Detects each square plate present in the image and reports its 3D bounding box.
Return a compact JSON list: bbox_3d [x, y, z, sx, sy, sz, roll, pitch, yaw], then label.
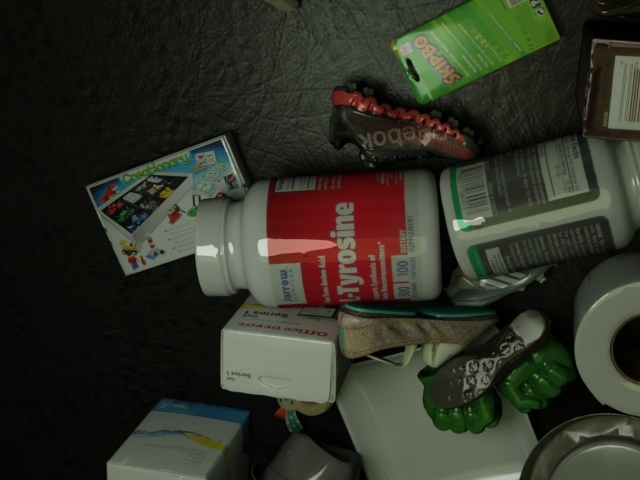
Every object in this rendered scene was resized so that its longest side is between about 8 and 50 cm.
[{"bbox_3d":[0.228,0.352,1.845,0.347,0.049,0.343,-18,101,18],"label":"square plate"}]

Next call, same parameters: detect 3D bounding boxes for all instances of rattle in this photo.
[{"bbox_3d":[-0.062,0.306,1.835,0.130,0.143,0.199,45,121,3],"label":"rattle"}]

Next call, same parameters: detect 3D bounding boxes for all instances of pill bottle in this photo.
[{"bbox_3d":[0.395,-0.067,1.590,0.361,0.204,0.204,-13,103,17],"label":"pill bottle"},{"bbox_3d":[0.000,0.000,1.667,0.408,0.229,0.228,-4,106,6],"label":"pill bottle"}]

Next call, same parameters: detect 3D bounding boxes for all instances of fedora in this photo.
[{"bbox_3d":[-0.003,0.445,1.836,0.244,0.275,0.124,24,88,-9],"label":"fedora"}]

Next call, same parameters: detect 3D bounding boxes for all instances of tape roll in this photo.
[{"bbox_3d":[0.554,0.155,1.640,0.246,0.169,0.246,4,109,13],"label":"tape roll"}]

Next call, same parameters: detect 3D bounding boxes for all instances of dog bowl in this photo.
[{"bbox_3d":[0.518,0.460,1.656,0.349,0.102,0.348,2,94,28],"label":"dog bowl"}]

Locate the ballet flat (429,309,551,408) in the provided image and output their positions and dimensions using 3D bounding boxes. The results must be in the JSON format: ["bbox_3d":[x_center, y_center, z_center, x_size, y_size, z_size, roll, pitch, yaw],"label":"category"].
[{"bbox_3d":[0.293,0.204,1.653,0.250,0.058,0.084,-43,68,17],"label":"ballet flat"}]

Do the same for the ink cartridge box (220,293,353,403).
[{"bbox_3d":[-0.043,0.169,1.729,0.202,0.278,0.117,5,109,12],"label":"ink cartridge box"}]

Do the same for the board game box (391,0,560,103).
[{"bbox_3d":[0.259,-0.339,1.628,0.260,0.039,0.124,-24,99,16],"label":"board game box"}]

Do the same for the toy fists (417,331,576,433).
[{"bbox_3d":[0.314,0.258,1.720,0.279,0.096,0.142,-26,98,15],"label":"toy fists"}]

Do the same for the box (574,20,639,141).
[{"bbox_3d":[0.482,-0.242,1.420,0.191,0.381,0.143,5,106,11],"label":"box"}]

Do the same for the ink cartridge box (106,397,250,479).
[{"bbox_3d":[-0.270,0.464,1.880,0.197,0.270,0.198,7,108,12],"label":"ink cartridge box"}]

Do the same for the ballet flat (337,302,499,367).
[{"bbox_3d":[0.165,0.162,1.647,0.316,0.107,0.106,3,95,-25],"label":"ballet flat"}]

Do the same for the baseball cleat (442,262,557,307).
[{"bbox_3d":[0.312,0.055,1.719,0.206,0.072,0.109,-34,97,20],"label":"baseball cleat"}]

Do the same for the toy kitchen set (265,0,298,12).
[{"bbox_3d":[-0.080,-0.449,1.682,0.068,0.075,0.083,0,71,50],"label":"toy kitchen set"}]

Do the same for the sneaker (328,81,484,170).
[{"bbox_3d":[0.137,-0.172,1.663,0.276,0.097,0.135,19,91,9],"label":"sneaker"}]

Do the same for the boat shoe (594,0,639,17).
[{"bbox_3d":[0.518,-0.390,1.543,0.152,0.049,0.056,-4,87,19],"label":"boat shoe"}]

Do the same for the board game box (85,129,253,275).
[{"bbox_3d":[-0.271,-0.067,1.830,0.305,0.053,0.192,-17,103,18],"label":"board game box"}]
